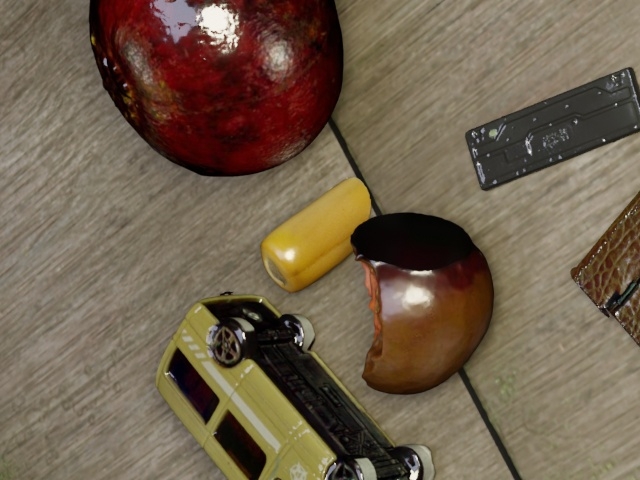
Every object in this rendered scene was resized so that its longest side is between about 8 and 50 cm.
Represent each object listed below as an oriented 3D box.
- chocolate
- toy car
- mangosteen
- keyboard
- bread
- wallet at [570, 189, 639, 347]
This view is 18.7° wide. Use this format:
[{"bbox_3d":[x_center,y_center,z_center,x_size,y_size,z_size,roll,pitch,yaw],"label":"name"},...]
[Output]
[{"bbox_3d":[0.072,0.056,1.534,0.127,0.124,0.133,26,136,29],"label":"chocolate"},{"bbox_3d":[-0.024,0.161,1.606,0.257,0.101,0.124,48,119,26],"label":"toy car"},{"bbox_3d":[-0.058,-0.184,1.583,0.261,0.235,0.235,-30,67,-15],"label":"mangosteen"},{"bbox_3d":[0.183,-0.086,1.518,0.155,0.010,0.053,-20,79,32],"label":"keyboard"},{"bbox_3d":[0.001,0.000,1.625,0.049,0.103,0.062,36,153,40],"label":"bread"},{"bbox_3d":[0.299,-0.020,1.422,0.133,0.039,0.243,48,115,24],"label":"wallet"}]
